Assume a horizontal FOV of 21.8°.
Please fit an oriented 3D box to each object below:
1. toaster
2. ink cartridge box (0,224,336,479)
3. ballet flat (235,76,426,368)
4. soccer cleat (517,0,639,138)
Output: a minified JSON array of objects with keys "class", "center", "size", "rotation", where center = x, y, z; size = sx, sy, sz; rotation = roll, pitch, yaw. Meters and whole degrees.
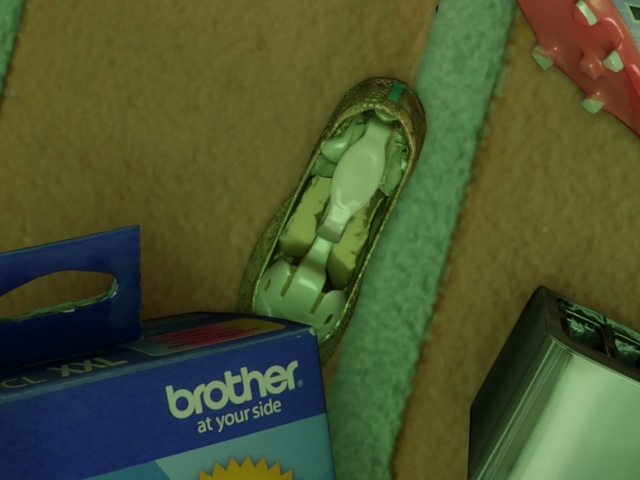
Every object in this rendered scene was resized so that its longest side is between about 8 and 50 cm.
[{"class":"toaster","center":[0.169,0.116,0.917],"size":[0.168,0.185,0.110],"rotation":[24,103,1]},{"class":"ink cartridge box","center":[-0.128,0.195,0.908],"size":[0.270,0.151,0.395],"rotation":[-12,96,-30]},{"class":"ballet flat","center":[0.000,0.000,0.973],"size":[0.073,0.067,0.206],"rotation":[21,98,1]},{"class":"soccer cleat","center":[0.201,-0.102,0.950],"size":[0.095,0.083,0.248],"rotation":[-40,88,-22]}]
